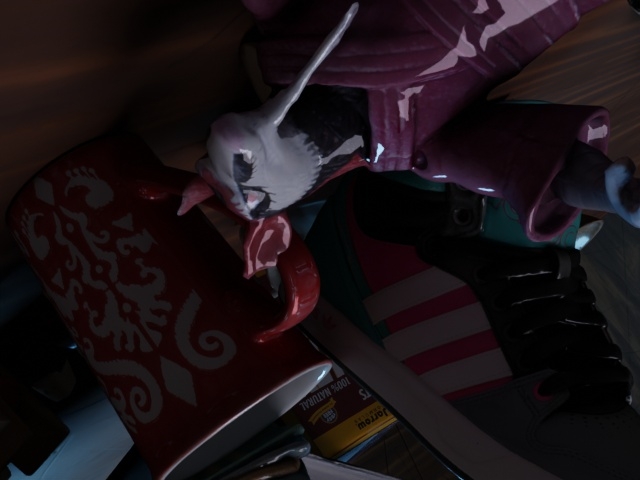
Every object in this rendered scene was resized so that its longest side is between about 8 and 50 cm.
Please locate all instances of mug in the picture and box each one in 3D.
[{"bbox_3d":[-0.074,0.023,0.602,0.150,0.169,0.113,-40,166,11],"label":"mug"}]

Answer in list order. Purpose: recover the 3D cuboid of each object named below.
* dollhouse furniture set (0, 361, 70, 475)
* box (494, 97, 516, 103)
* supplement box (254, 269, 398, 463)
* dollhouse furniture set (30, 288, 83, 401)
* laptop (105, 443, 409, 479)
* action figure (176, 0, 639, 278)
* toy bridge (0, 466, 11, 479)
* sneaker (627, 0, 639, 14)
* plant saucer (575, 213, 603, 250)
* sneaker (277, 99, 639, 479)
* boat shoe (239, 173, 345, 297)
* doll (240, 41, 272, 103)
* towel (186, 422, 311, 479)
[{"bbox_3d":[-0.304,0.142,0.604,0.259,0.135,0.262,-48,167,0],"label":"dollhouse furniture set"},{"bbox_3d":[0.121,-0.011,1.108,0.128,0.122,0.257,-20,159,-49],"label":"box"},{"bbox_3d":[-0.040,0.138,1.052,0.129,0.191,0.194,-25,163,-38],"label":"supplement box"},{"bbox_3d":[-0.159,0.033,0.746,0.091,0.081,0.114,-29,-157,20],"label":"dollhouse furniture set"},{"bbox_3d":[-0.156,0.285,1.033,0.408,0.236,0.382,3,163,46],"label":"laptop"},{"bbox_3d":[0.063,-0.138,0.483,0.370,0.248,0.275,-42,-167,19],"label":"action figure"},{"bbox_3d":[-0.309,0.214,0.983,0.063,0.026,0.188,-20,159,-46],"label":"toy bridge"},{"bbox_3d":[0.368,-0.265,0.951,0.237,0.085,0.086,-36,163,3],"label":"sneaker"},{"bbox_3d":[0.175,0.030,1.036,0.199,0.036,0.198,-33,164,-11],"label":"plant saucer"},{"bbox_3d":[0.112,0.020,0.576,0.124,0.295,0.178,3,115,-48],"label":"sneaker"},{"bbox_3d":[0.005,0.006,0.838,0.156,0.135,0.367,-37,164,2],"label":"boat shoe"},{"bbox_3d":[0.054,-0.129,0.620,0.189,0.046,0.129,-31,-159,-22],"label":"doll"},{"bbox_3d":[-0.173,0.220,0.681,0.370,0.040,0.271,-29,175,-9],"label":"towel"}]
